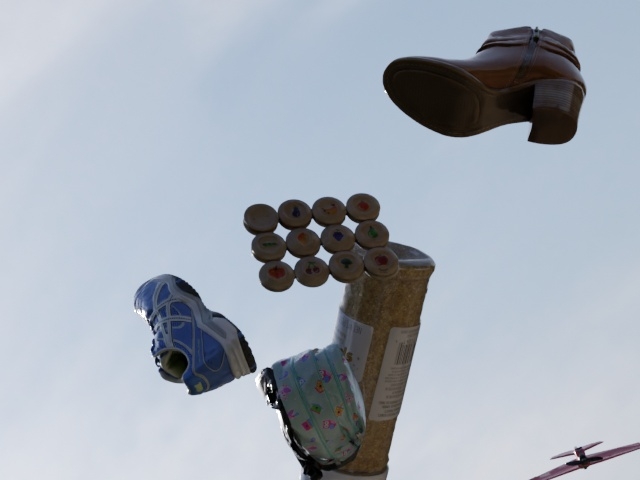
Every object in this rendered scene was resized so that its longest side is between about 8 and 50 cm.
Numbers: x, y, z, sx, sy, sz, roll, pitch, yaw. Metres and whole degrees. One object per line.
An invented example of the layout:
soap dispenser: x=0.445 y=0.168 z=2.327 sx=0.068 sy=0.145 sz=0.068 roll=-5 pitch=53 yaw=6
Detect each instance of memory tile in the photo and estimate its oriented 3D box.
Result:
memory tile: x=0.000 y=0.000 z=1.954 sx=0.148 sy=0.113 sz=0.012 roll=-7 pitch=-37 yaw=-12

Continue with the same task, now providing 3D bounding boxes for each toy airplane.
toy airplane: x=0.316 y=0.261 z=2.286 sx=0.151 sy=0.028 sz=0.151 roll=-19 pitch=-6 yaw=-2

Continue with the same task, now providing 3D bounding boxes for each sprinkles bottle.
sprinkles bottle: x=0.063 y=0.180 z=2.588 sx=0.121 sy=0.121 sz=0.355 roll=-12 pitch=-61 yaw=-54

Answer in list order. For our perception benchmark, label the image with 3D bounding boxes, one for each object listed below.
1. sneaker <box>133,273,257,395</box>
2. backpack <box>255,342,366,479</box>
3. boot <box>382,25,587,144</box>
sneaker: x=-0.155 y=0.101 z=2.051 sx=0.081 sy=0.211 sz=0.080 roll=-32 pitch=-57 yaw=-20
backpack: x=-0.006 y=0.197 z=2.333 sx=0.115 sy=0.152 sz=0.182 roll=-27 pitch=-22 yaw=-1
boot: x=0.159 y=-0.163 z=1.830 sx=0.152 sy=0.197 sz=0.073 roll=-80 pitch=8 yaw=-52
